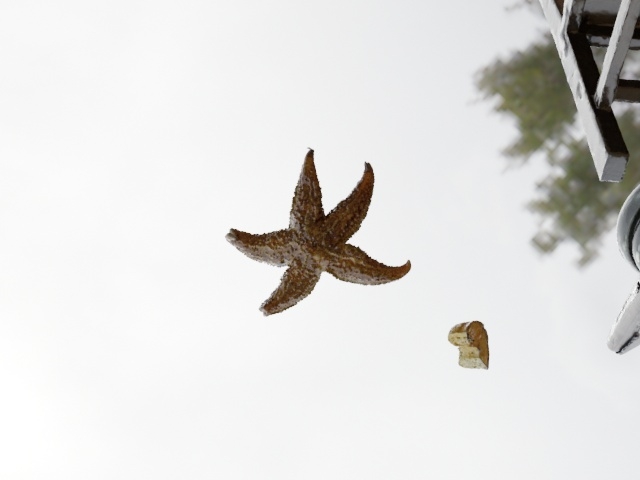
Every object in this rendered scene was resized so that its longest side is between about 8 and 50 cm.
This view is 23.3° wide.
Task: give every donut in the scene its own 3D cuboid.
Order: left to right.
[{"bbox_3d":[0.189,0.136,1.999,0.038,0.067,0.083,2,-178,26],"label":"donut"}]

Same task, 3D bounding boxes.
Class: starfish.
[{"bbox_3d":[0.000,0.000,1.956,0.240,0.227,0.043,17,174,7],"label":"starfish"}]

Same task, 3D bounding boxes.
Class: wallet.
[{"bbox_3d":[0.386,0.055,1.709,0.042,0.124,0.230,56,167,21],"label":"wallet"}]

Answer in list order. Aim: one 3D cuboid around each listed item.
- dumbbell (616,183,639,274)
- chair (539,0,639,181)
[{"bbox_3d":[0.478,0.060,1.829,0.179,0.179,0.406,26,-154,-25],"label":"dumbbell"},{"bbox_3d":[0.310,-0.259,1.320,0.203,0.241,0.416,2,-141,-7],"label":"chair"}]
